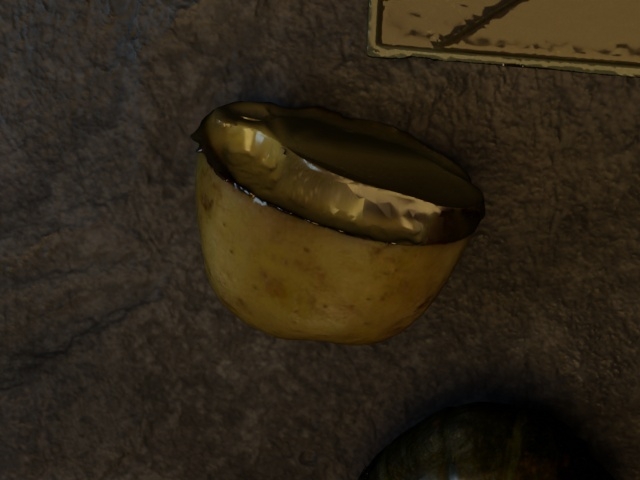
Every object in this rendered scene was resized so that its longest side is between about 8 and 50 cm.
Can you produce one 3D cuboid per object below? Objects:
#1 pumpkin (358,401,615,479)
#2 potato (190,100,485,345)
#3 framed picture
[{"bbox_3d":[0.175,0.318,1.531,0.321,0.192,0.320,4,115,8],"label":"pumpkin"},{"bbox_3d":[0.000,0.000,1.427,0.286,0.242,0.242,12,114,-3],"label":"potato"},{"bbox_3d":[0.214,-0.279,1.371,0.335,0.022,0.247,5,112,8],"label":"framed picture"}]
